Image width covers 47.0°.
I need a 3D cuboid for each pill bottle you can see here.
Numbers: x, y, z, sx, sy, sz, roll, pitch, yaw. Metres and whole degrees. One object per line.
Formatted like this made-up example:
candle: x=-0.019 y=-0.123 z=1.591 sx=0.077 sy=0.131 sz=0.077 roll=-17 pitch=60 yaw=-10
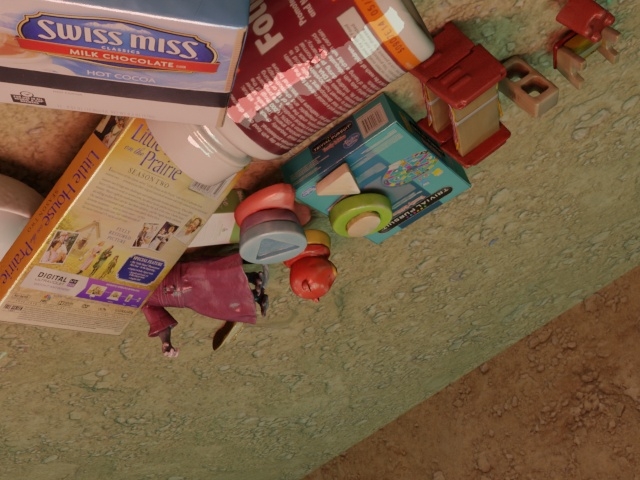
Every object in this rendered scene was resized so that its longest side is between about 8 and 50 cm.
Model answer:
pill bottle: x=-0.055 y=-0.258 z=1.071 sx=0.392 sy=0.224 sz=0.224 roll=-31 pitch=147 yaw=18

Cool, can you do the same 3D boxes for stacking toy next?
stacking toy: x=0.000 y=0.000 z=1.450 sx=0.280 sy=0.130 sz=0.309 roll=-23 pitch=151 yaw=19

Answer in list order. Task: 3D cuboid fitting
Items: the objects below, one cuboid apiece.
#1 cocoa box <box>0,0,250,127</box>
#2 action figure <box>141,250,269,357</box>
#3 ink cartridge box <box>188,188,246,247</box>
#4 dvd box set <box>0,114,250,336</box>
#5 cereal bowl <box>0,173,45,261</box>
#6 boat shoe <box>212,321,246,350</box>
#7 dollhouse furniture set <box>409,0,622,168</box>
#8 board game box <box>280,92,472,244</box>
cocoa box: x=-0.253 y=-0.288 z=0.791 sx=0.347 sy=0.231 sz=0.228 roll=6 pitch=162 yaw=-12
action figure: x=-0.300 y=0.080 z=1.569 sx=0.370 sy=0.275 sz=0.248 roll=1 pitch=118 yaw=1
ink cartridge box: x=-0.205 y=-0.045 z=1.479 sx=0.209 sy=0.062 sz=0.109 roll=-5 pitch=146 yaw=-23
dvd box set: x=-0.337 y=-0.025 z=1.249 sx=0.420 sy=0.062 sz=0.308 roll=-52 pitch=152 yaw=9
cereal bowl: x=-0.606 y=-0.009 z=1.237 sx=0.339 sy=0.141 sz=0.339 roll=-15 pitch=149 yaw=-9
boat shoe: x=-0.240 y=0.249 z=1.935 sx=0.045 sy=0.050 sz=0.135 roll=13 pitch=137 yaw=-34
dollhouse furniture set: x=0.344 y=-0.322 z=1.308 sx=0.374 sy=0.152 sz=0.201 roll=-36 pitch=149 yaw=-6
board game box: x=0.121 y=-0.131 z=1.507 sx=0.254 sy=0.079 sz=0.336 roll=-32 pitch=147 yaw=22
